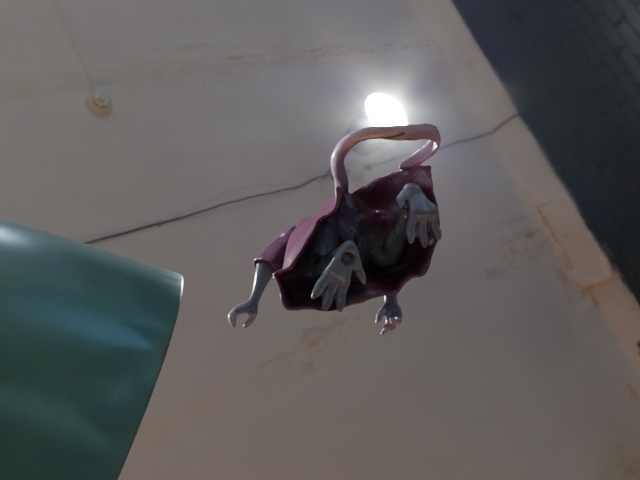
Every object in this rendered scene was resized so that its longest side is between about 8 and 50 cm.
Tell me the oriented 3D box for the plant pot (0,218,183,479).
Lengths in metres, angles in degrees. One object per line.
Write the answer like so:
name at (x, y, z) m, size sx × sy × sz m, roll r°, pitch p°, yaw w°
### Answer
plant pot at (-0.268, 0.111, 0.406) m, size 0.235 × 0.293 × 0.293 m, roll 26°, pitch -126°, yaw -18°

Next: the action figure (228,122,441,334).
action figure at (0.000, 0.000, 0.821) m, size 0.248 × 0.370 × 0.275 m, roll 0°, pitch -90°, yaw -13°
